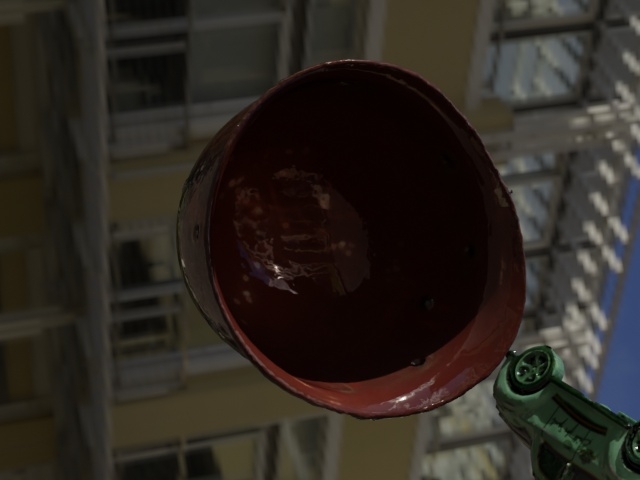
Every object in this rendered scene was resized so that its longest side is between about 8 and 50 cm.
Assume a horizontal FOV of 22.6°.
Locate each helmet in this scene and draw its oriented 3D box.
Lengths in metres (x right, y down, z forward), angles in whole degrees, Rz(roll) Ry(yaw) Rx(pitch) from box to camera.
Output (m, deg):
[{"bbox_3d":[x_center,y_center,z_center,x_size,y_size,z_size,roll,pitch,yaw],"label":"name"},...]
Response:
[{"bbox_3d":[0.000,0.000,1.644,0.230,0.385,0.337,4,-111,56],"label":"helmet"}]

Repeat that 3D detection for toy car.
[{"bbox_3d":[0.264,0.210,1.516,0.136,0.125,0.306,44,-9,-36],"label":"toy car"}]
